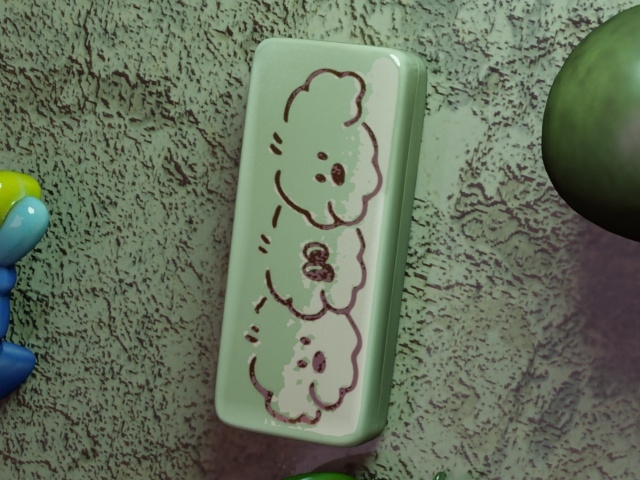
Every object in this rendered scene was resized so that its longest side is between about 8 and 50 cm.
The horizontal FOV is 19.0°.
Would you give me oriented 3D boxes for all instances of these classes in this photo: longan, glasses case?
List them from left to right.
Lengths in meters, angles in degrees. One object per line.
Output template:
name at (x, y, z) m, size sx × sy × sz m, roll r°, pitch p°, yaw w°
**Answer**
glasses case at (0.000, 0.000, 1.618) m, size 0.144 × 0.076 × 0.336 m, roll 7°, pitch 94°, yaw 20°
longan at (0.279, -0.090, 1.455) m, size 0.220 × 0.196 × 0.197 m, roll -3°, pitch 90°, yaw 18°

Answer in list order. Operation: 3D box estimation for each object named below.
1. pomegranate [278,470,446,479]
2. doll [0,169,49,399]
pomegranate at (0.028, 0.257, 1.596) m, size 0.191 × 0.131 × 0.152 m, roll -21°, pitch 78°, yaw -3°
doll at (-0.410, 0.065, 1.712) m, size 0.365 × 0.187 × 0.376 m, roll 6°, pitch 112°, yaw 27°
